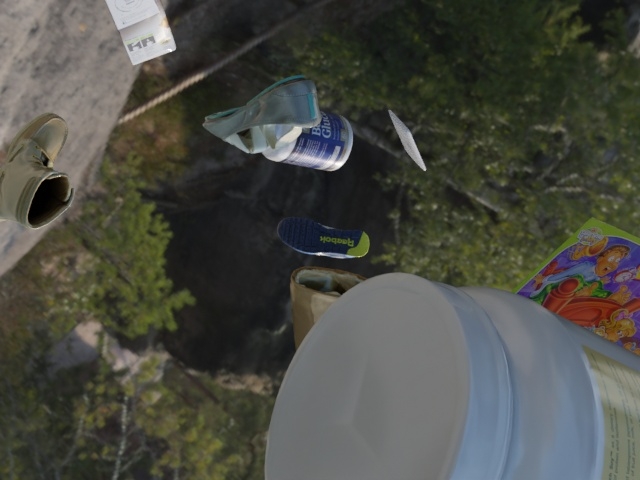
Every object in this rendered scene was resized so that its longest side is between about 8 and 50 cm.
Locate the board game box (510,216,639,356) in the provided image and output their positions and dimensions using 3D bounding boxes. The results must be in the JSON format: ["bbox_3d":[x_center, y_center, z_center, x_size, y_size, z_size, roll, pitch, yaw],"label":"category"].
[{"bbox_3d":[0.430,0.121,1.182,0.233,0.347,0.078,-42,122,-7],"label":"board game box"}]

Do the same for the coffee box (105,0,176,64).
[{"bbox_3d":[-0.359,-0.469,1.590,0.098,0.141,0.246,-22,157,-6],"label":"coffee box"}]

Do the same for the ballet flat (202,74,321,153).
[{"bbox_3d":[-0.072,-0.133,0.980,0.072,0.213,0.068,-21,96,-33],"label":"ballet flat"}]

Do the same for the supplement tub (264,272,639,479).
[{"bbox_3d":[0.151,0.175,0.627,0.331,0.241,0.241,25,101,-29],"label":"supplement tub"}]

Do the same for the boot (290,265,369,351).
[{"bbox_3d":[0.064,0.183,1.184,0.089,0.236,0.269,-65,161,-60],"label":"boot"}]

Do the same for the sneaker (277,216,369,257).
[{"bbox_3d":[0.000,0.000,1.310,0.059,0.144,0.053,167,-64,-75],"label":"sneaker"}]

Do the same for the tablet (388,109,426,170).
[{"bbox_3d":[0.114,-0.131,1.116,0.006,0.054,0.083,-34,139,0],"label":"tablet"}]

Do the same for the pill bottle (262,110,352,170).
[{"bbox_3d":[-0.040,-0.167,1.341,0.169,0.094,0.094,6,117,-38],"label":"pill bottle"}]

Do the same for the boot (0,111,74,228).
[{"bbox_3d":[-0.531,-0.136,1.622,0.262,0.204,0.095,-58,133,-25],"label":"boot"}]
